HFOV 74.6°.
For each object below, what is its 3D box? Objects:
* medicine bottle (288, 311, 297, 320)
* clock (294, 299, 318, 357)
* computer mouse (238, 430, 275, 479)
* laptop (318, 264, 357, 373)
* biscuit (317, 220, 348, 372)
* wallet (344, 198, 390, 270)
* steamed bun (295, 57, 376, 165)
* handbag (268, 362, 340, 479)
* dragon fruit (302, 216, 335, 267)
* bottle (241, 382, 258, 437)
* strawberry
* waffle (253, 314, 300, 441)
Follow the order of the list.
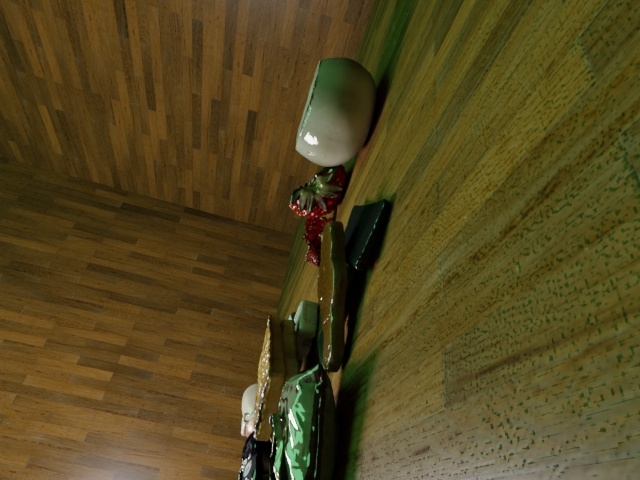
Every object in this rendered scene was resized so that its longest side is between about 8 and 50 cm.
[{"bbox_3d":[-0.115,0.386,1.534,0.124,0.079,0.259,-78,6,-64],"label":"medicine bottle"},{"bbox_3d":[-0.059,0.298,1.334,0.152,0.062,0.191,-88,14,-57],"label":"clock"},{"bbox_3d":[-0.195,0.723,1.344,0.137,0.096,0.233,-51,20,23],"label":"computer mouse"},{"bbox_3d":[0.039,0.166,1.020,0.188,0.015,0.269,-113,38,-80],"label":"laptop"},{"bbox_3d":[0.027,0.115,0.906,0.183,0.046,0.320,105,167,-57],"label":"biscuit"},{"bbox_3d":[0.085,-0.015,0.930,0.285,0.030,0.146,-164,94,-84],"label":"wallet"},{"bbox_3d":[0.053,-0.378,1.268,0.324,0.206,0.325,-165,90,-81],"label":"steamed bun"},{"bbox_3d":[-0.031,0.340,0.746,0.213,0.127,0.235,125,157,-66],"label":"handbag"},{"bbox_3d":[0.007,0.010,1.514,0.092,0.122,0.193,47,-137,-50],"label":"dragon fruit"},{"bbox_3d":[-0.232,0.676,1.618,0.236,0.147,0.148,-112,37,-71],"label":"bottle"},{"bbox_3d":[0.015,-0.164,1.508,0.233,0.138,0.306,-43,-3,7],"label":"strawberry"},{"bbox_3d":[-0.121,0.371,1.155,0.308,0.090,0.213,-108,29,-72],"label":"waffle"}]
